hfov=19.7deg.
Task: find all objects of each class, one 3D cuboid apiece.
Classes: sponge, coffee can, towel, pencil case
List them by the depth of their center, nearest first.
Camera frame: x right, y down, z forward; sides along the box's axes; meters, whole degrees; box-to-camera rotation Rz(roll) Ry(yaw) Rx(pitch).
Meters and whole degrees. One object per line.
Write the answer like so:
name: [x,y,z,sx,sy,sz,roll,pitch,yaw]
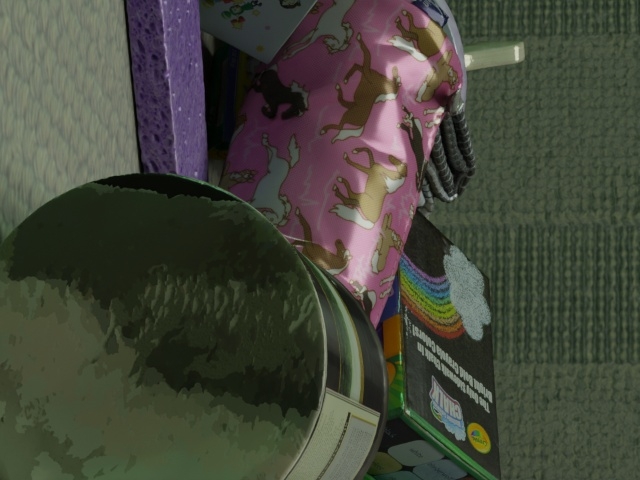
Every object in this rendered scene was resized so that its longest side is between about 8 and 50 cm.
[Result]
coffee can: [-0.074,0.083,1.097,0.275,0.201,0.201,44,46,-78]
sponge: [-0.115,-0.115,1.414,0.117,0.031,0.210,-66,155,-68]
pencil case: [0.000,-0.023,1.515,0.160,0.167,0.386,50,52,-52]
towel: [0.047,-0.162,1.891,0.235,0.121,0.284,53,-4,22]

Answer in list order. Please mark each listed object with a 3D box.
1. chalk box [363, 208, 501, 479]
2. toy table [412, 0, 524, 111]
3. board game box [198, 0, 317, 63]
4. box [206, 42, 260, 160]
chalk box: [0.039,0.139,1.616,0.180,0.179,0.289,42,39,-44]
toy table: [0.131,-0.237,2.484,0.161,0.252,0.274,-33,133,-60]
board game box: [0.005,-0.324,1.476,0.303,0.097,0.224,-50,-159,39]
box: [-0.012,-0.106,1.646,0.043,0.179,0.105,-31,-130,54]
